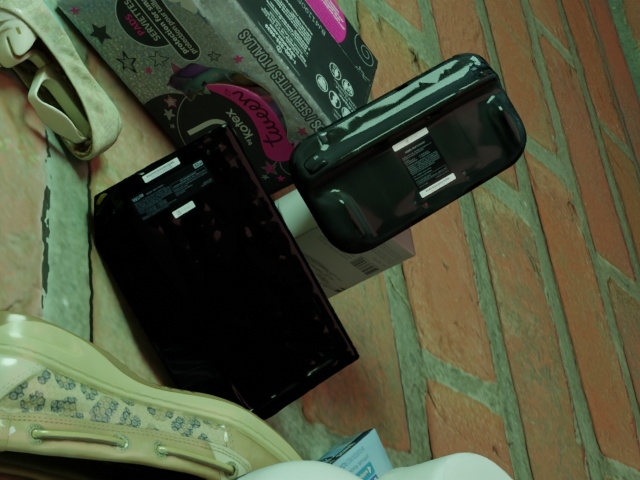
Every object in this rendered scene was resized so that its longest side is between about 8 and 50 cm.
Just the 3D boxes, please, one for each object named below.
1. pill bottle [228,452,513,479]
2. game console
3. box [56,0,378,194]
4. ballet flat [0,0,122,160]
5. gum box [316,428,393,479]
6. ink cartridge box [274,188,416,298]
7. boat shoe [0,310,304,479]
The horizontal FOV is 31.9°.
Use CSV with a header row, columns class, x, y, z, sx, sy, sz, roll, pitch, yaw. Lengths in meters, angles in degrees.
class,x,y,z,sx,sy,sz,roll,pitch,yaw
pill bottle,-0.043,0.212,0.552,0.176,0.318,0.176,39,37,-38
game console,0.016,-0.021,0.891,0.213,0.361,0.044,62,-17,-7
box,-0.083,-0.179,0.989,0.247,0.142,0.163,49,33,-25
ballet flat,-0.208,-0.132,0.830,0.168,0.057,0.052,52,40,-22
gum box,0.038,0.272,0.940,0.184,0.041,0.157,65,28,0
ink cartridge box,0.000,0.000,0.994,0.099,0.135,0.056,36,36,-43
boat shoe,-0.122,0.142,0.720,0.285,0.104,0.089,31,46,-32
